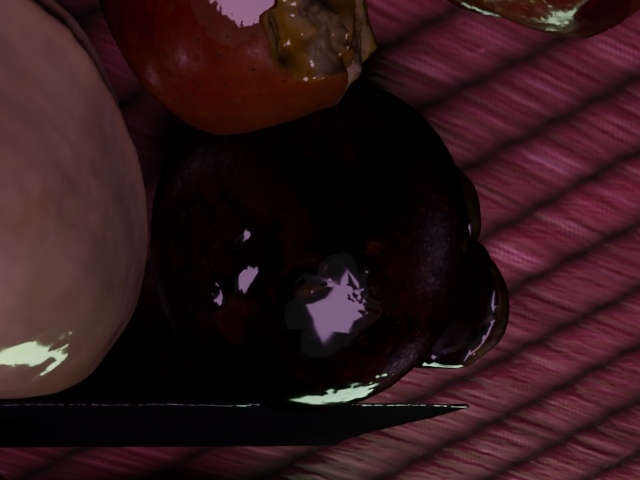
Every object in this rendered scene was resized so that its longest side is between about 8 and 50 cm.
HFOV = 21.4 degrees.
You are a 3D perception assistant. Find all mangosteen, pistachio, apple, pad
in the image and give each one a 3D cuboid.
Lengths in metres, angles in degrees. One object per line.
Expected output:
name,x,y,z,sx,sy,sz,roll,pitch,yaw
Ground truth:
mangosteen,0.000,0.000,0.987,0.210,0.210,0.210,-9,135,-9
pistachio,-0.197,-0.032,0.895,0.214,0.193,0.318,-32,145,5
apple,-0.042,-0.132,0.871,0.147,0.156,0.158,-6,137,-4
pad,-0.120,0.120,1.097,0.367,0.007,0.247,2,167,-19

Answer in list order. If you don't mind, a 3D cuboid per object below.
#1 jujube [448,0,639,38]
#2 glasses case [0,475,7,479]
jujube,0.151,-0.236,0.808,0.216,0.216,0.342,3,146,-20
glasses case,-0.345,0.195,1.021,0.371,0.141,0.173,9,105,12
